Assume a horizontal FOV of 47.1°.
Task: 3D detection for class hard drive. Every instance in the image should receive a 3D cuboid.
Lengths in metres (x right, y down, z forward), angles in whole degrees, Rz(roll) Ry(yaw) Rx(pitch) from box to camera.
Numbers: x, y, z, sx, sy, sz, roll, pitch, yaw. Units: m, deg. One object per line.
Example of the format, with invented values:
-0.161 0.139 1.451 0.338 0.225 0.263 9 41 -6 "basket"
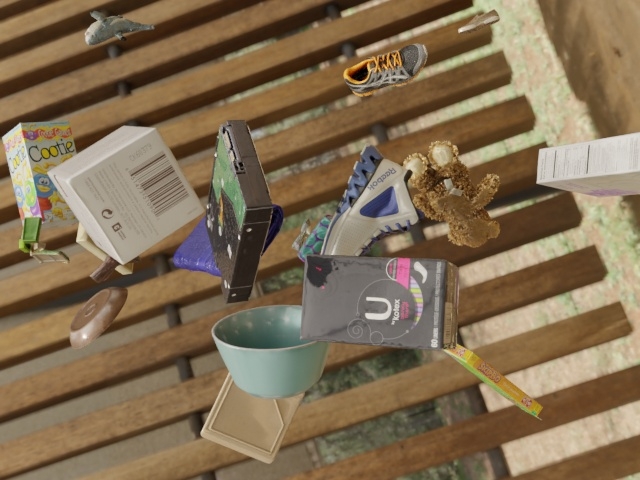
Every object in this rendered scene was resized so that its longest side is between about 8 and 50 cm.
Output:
-0.177 -0.054 1.545 0.338 0.064 0.236 108 148 -51 "hard drive"

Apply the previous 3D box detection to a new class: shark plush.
-0.486 -0.501 1.775 0.073 0.161 0.067 -56 47 50 "shark plush"

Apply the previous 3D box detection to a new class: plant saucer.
-0.577 0.187 1.881 0.036 0.199 0.198 48 -165 -25 "plant saucer"

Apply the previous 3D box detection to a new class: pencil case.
0.000 0.000 2.121 0.070 0.151 0.064 41 -167 21 "pencil case"

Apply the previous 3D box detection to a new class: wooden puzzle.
-0.189 0.482 2.057 0.221 0.238 0.044 25 -177 -9 "wooden puzzle"

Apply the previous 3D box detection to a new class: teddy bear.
0.373 -0.135 2.061 0.338 0.245 0.113 35 -152 -14 "teddy bear"

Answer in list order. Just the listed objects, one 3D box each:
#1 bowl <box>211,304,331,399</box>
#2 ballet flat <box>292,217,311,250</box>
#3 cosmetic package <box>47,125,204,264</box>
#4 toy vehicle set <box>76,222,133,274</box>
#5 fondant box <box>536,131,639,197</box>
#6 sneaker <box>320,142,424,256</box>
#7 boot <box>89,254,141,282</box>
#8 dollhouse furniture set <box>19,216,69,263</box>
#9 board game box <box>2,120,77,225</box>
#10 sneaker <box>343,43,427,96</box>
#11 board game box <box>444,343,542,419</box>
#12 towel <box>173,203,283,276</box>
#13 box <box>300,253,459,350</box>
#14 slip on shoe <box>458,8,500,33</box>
-0.111 0.287 1.847 0.311 0.312 0.163 -92 -1 -75 "bowl"
-0.051 -0.017 2.400 0.114 0.041 0.041 -63 -14 -8 "ballet flat"
-0.304 -0.077 1.138 0.184 0.151 0.151 16 138 60 "cosmetic package"
-0.656 -0.020 2.283 0.267 0.035 0.165 55 -148 -60 "toy vehicle set"
0.725 -0.175 1.756 0.330 0.239 0.096 0 83 61 "fondant box"
0.123 -0.039 1.607 0.127 0.182 0.315 5 -73 -83 "sneaker"
-0.563 0.076 2.018 0.106 0.114 0.037 18 -149 -45 "boot"
-0.636 0.002 1.685 0.151 0.076 0.058 76 -167 -68 "dollhouse furniture set"
-0.757 -0.177 2.032 0.144 0.142 0.275 -13 -91 -42 "board game box"
0.152 -0.407 1.739 0.083 0.215 0.084 19 -125 -55 "sneaker"
0.403 0.323 1.702 0.259 0.039 0.124 41 174 -18 "board game box"
-0.237 0.002 1.907 0.308 0.227 0.076 6 143 52 "towel"
0.113 0.115 1.375 0.143 0.271 0.165 19 -107 -68 "box"
0.503 -0.699 2.348 0.051 0.136 0.041 0 -109 -80 "slip on shoe"
